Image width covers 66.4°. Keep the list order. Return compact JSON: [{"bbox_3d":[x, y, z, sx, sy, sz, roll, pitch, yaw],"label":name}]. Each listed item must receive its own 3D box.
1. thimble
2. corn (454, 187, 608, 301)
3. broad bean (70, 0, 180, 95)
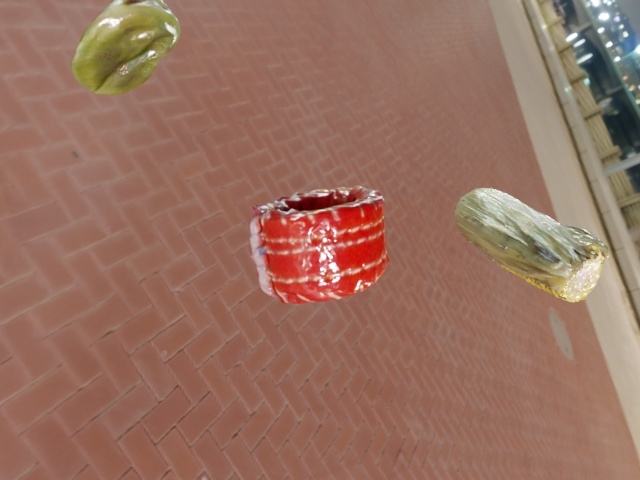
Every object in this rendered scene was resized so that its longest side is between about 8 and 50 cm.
[{"bbox_3d":[0.007,-0.001,0.668,0.189,0.163,0.125,-23,111,-48],"label":"thimble"},{"bbox_3d":[0.347,-0.005,0.838,0.123,0.122,0.305,26,11,-30],"label":"corn"},{"bbox_3d":[-0.338,-0.333,0.845,0.072,0.206,0.153,51,5,25],"label":"broad bean"}]
